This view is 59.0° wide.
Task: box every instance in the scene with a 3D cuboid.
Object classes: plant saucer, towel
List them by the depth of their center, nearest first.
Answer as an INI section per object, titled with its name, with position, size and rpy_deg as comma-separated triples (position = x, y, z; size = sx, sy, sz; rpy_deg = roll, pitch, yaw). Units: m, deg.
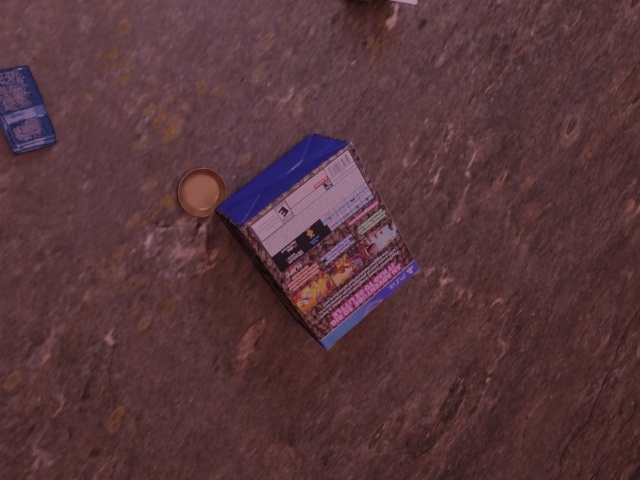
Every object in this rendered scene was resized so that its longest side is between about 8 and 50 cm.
[towel]
position = -0.435, -0.189, 0.820
size = 0.067, 0.029, 0.120
rpy_deg = -21, 111, -20
[plant saucer]
position = -0.203, -0.083, 0.966
size = 0.083, 0.015, 0.084
rpy_deg = -7, 106, -24

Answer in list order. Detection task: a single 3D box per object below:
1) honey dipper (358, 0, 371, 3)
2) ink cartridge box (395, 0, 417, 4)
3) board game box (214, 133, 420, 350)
[honey dipper]
position = 0.015, -0.438, 0.971
size = 0.160, 0.030, 0.031
rpy_deg = 2, 102, -23
[ink cartridge box]
position = 0.106, -0.486, 0.961
size = 0.104, 0.060, 0.180
rpy_deg = -1, 89, -25
[board game box]
position = 0.000, 0.000, 1.003
size = 0.232, 0.141, 0.291
rpy_deg = -39, 119, -12
